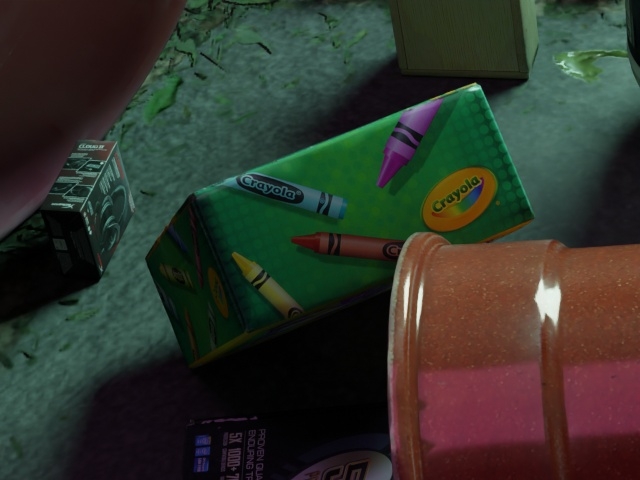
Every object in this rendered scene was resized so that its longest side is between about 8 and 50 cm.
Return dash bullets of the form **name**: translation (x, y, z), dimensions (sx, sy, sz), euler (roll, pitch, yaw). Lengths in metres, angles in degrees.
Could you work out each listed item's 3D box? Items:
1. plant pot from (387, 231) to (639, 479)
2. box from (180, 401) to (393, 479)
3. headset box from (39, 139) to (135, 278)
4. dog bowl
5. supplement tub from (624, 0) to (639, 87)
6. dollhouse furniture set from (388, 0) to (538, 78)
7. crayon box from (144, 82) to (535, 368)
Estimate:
- **plant pot**: translation (0.193, 0.110, 0.887), dimensions (0.265, 0.272, 0.272), euler (-9, 39, 14)
- **box**: translation (0.000, 0.178, 1.029), dimensions (0.147, 0.077, 0.180), euler (-5, 40, 7)
- **headset box**: translation (-0.156, -0.024, 1.315), dimensions (0.032, 0.062, 0.083), euler (4, 42, 17)
- **dog bowl**: translation (-0.233, -0.138, 1.235), dimensions (0.150, 0.408, 0.408), euler (39, 57, 11)
- **supplement tub**: translation (0.288, -0.184, 1.231), dimensions (0.191, 0.272, 0.191), euler (-7, 40, 6)
- **dollhouse furniture set**: translation (0.123, -0.258, 1.445), dimensions (0.212, 0.161, 0.242), euler (3, 42, 17)
- **crayon box**: translation (0.000, 0.000, 1.109), dimensions (0.165, 0.081, 0.278), euler (-22, -3, -12)
